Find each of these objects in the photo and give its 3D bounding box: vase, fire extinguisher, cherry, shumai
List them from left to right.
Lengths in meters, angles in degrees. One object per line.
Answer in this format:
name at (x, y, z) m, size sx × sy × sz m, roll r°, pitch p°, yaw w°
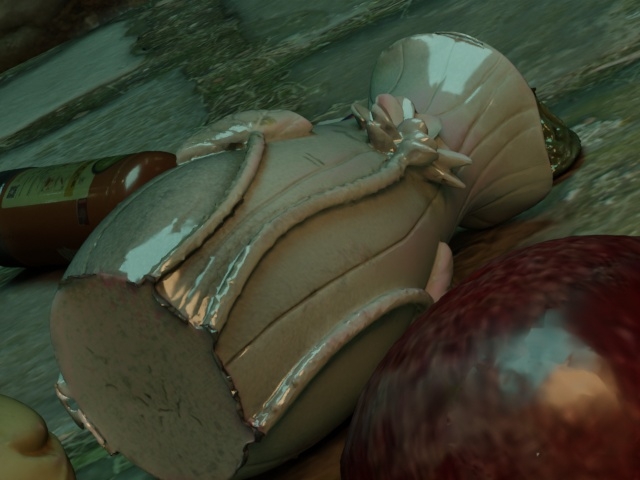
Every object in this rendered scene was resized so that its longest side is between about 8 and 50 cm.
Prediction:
fire extinguisher at (-0.203, -0.047, 1.933) m, size 0.376 × 0.113 × 0.200 m, roll -3°, pitch 29°, yaw 48°
vase at (0.000, 0.000, 1.421) m, size 0.250 × 0.250 × 0.445 m, roll -6°, pitch 24°, yaw 43°
shumai at (0.171, -0.099, 1.651) m, size 0.099 × 0.087 × 0.124 m, roll -36°, pitch 21°, yaw -24°
cherry at (0.130, 0.111, 1.017) m, size 0.300 × 0.203 × 0.230 m, roll -29°, pitch 16°, yaw 34°

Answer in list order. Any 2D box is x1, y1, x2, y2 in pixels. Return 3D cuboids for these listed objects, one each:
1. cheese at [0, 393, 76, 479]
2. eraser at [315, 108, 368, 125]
cheese at (-0.311, 0.220, 1.375) m, size 0.266 × 0.127 × 0.233 m, roll -30°, pitch 20°, yaw -16°
eraser at (0.052, -0.081, 1.780) m, size 0.210 × 0.068 × 0.124 m, roll -7°, pitch 27°, yaw 43°
